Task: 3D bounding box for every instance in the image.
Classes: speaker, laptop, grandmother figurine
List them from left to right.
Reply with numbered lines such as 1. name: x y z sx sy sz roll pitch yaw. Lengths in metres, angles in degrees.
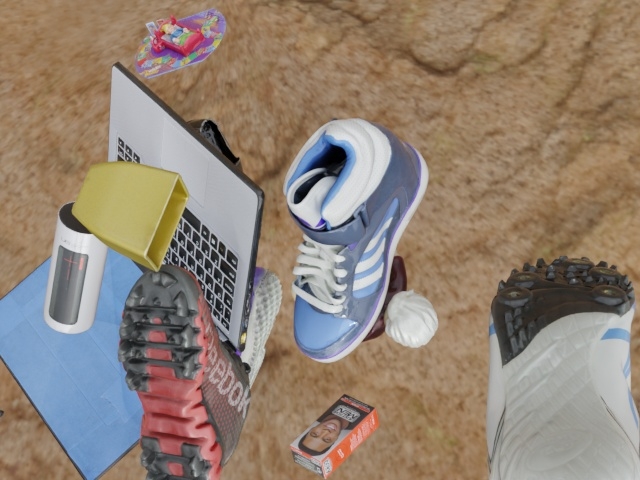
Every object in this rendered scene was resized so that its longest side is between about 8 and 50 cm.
1. speaker: -0.245 0.027 1.045 0.055 0.055 0.136 14 126 -8
2. laptop: -0.296 0.033 1.430 0.236 0.382 0.408 -18 134 -35
3. grandmother figurine: 0.085 0.103 1.826 0.104 0.342 0.208 24 90 -35

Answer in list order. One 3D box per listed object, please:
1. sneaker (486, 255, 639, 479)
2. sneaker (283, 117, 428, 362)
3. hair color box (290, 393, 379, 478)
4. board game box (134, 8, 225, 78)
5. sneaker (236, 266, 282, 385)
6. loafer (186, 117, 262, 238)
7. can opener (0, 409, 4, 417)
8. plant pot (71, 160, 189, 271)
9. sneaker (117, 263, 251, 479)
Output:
1. sneaker: 0.131 0.088 0.561 0.085 0.237 0.086 3 123 13
2. sneaker: 0.001 0.000 1.292 0.130 0.236 0.323 30 100 32
3. hair color box: 0.024 0.319 1.701 0.141 0.072 0.043 -39 132 -34
4. board game box: -0.238 -0.334 1.697 0.168 0.133 0.033 -15 137 18
5. sneaker: -0.152 0.134 1.538 0.146 0.102 0.293 23 138 5
6. loafer: -0.154 -0.092 1.603 0.080 0.078 0.220 -29 90 -29
7. can opener: -0.588 0.288 1.618 0.186 0.073 0.059 -12 83 -12
8. plant pot: -0.176 -0.029 0.944 0.083 0.081 0.081 20 79 4
9. sneaker: -0.135 0.134 1.076 0.097 0.135 0.276 8 120 22
